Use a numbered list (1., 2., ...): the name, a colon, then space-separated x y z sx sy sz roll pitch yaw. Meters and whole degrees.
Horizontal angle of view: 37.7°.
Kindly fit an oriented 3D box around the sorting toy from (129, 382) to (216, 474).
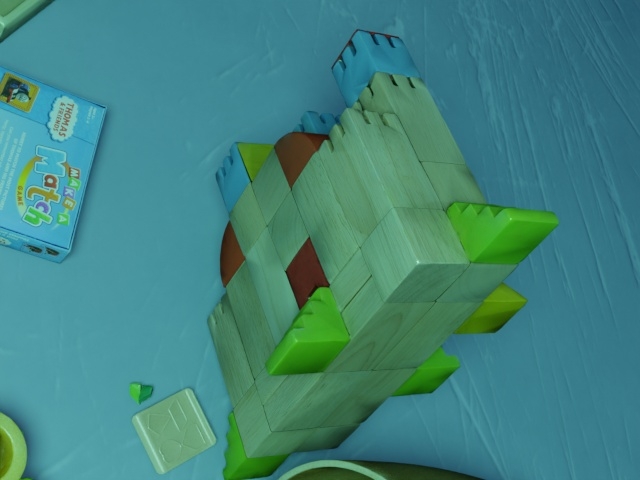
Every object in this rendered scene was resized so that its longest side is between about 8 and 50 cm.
1. sorting toy: -0.136 0.157 0.830 0.062 0.012 0.083 -25 85 -34

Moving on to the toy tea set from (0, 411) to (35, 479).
1. toy tea set: -0.294 0.154 0.631 0.336 0.124 0.200 37 48 -21

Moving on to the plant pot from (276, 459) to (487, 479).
1. plant pot: 0.099 0.292 0.801 0.254 0.237 0.237 3 64 -48

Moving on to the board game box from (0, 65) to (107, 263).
1. board game box: -0.308 -0.086 0.824 0.211 0.039 0.160 20 58 -23

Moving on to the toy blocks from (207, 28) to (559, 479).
1. toy blocks: 0.000 0.000 0.806 0.190 0.381 0.261 2 51 -33

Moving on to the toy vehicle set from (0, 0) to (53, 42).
1. toy vehicle set: -0.304 -0.331 0.950 0.166 0.035 0.267 42 52 -9
